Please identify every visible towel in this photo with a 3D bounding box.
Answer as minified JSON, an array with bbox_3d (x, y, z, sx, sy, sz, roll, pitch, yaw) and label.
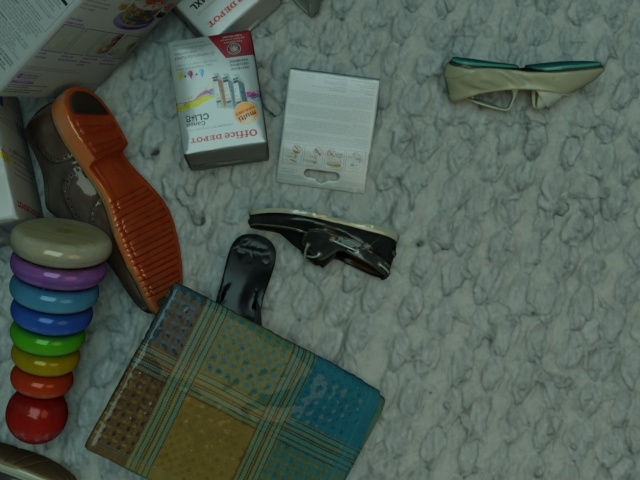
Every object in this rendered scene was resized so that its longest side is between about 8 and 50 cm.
[{"bbox_3d":[-0.114,0.260,1.472,0.370,0.040,0.271,30,83,-16],"label":"towel"}]

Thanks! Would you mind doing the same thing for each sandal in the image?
[{"bbox_3d":[-0.124,0.110,1.524,0.097,0.054,0.255,6,75,-1],"label":"sandal"}]

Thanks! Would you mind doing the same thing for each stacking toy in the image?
[{"bbox_3d":[-0.386,0.141,1.464,0.141,0.141,0.330,11,107,1],"label":"stacking toy"}]

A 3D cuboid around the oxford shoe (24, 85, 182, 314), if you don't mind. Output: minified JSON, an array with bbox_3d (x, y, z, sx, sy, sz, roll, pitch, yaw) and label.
[{"bbox_3d":[-0.326,-0.044,1.545,0.132,0.130,0.364,-25,90,29],"label":"oxford shoe"}]

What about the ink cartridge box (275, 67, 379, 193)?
[{"bbox_3d":[0.012,-0.172,1.598,0.145,0.045,0.179,7,100,-1],"label":"ink cartridge box"}]

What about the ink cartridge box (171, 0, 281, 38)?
[{"bbox_3d":[-0.178,-0.413,1.594,0.148,0.086,0.203,-42,84,-6],"label":"ink cartridge box"}]

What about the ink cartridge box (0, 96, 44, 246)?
[{"bbox_3d":[-0.526,-0.108,1.504,0.168,0.171,0.233,-14,82,-2],"label":"ink cartridge box"}]

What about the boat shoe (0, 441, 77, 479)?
[{"bbox_3d":[-0.494,0.341,1.484,0.285,0.103,0.092,16,87,5],"label":"boat shoe"}]

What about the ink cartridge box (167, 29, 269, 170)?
[{"bbox_3d":[-0.152,-0.207,1.546,0.128,0.127,0.176,-9,83,-3],"label":"ink cartridge box"}]

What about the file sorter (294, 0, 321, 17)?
[{"bbox_3d":[-0.045,-0.525,1.561,0.173,0.193,0.278,-43,85,-9],"label":"file sorter"}]

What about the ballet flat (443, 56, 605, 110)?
[{"bbox_3d":[0.314,-0.242,1.592,0.248,0.086,0.086,2,82,1],"label":"ballet flat"}]

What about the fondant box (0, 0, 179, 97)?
[{"bbox_3d":[-0.319,-0.344,1.453,0.330,0.238,0.096,-40,83,18],"label":"fondant box"}]

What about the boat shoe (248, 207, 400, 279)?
[{"bbox_3d":[0.000,0.000,1.543,0.233,0.084,0.079,14,82,-2],"label":"boat shoe"}]
